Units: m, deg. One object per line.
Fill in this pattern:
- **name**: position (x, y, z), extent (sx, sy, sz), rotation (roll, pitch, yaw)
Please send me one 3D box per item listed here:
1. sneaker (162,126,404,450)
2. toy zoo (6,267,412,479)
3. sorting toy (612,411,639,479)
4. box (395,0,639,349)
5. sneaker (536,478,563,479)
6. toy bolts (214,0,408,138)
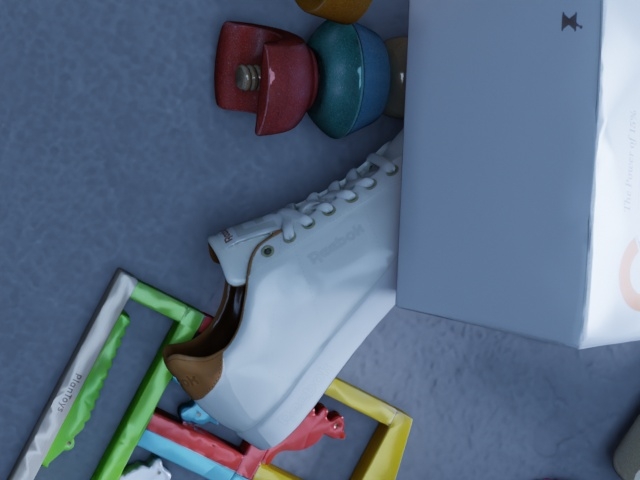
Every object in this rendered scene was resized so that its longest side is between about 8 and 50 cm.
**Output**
- **sneaker**: position (0.000, 0.000, 1.150), extent (0.123, 0.106, 0.290), rotation (37, 88, -16)
- **toy zoo**: position (-0.063, 0.170, 1.226), extent (0.293, 0.030, 0.192), rotation (27, 90, -13)
- **sorting toy**: position (0.397, 0.119, 1.299), extent (0.229, 0.041, 0.307), rotation (36, 82, -3)
- **box**: position (0.234, -0.057, 1.120), extent (0.345, 0.168, 0.215), rotation (-3, 98, -40)
- **sneaker**: position (0.156, 0.222, 1.273), extent (0.119, 0.047, 0.057), rotation (-15, 106, -2)
- **toy bolts**: position (0.035, -0.171, 1.135), extent (0.158, 0.218, 0.229), rotation (-2, 116, -25)
